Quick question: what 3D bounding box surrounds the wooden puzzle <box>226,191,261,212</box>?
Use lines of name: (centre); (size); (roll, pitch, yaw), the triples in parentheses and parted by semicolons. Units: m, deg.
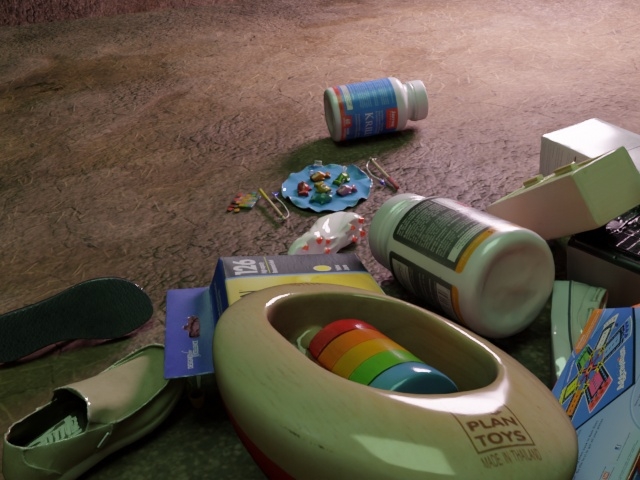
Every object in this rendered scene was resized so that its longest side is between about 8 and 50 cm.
wooden puzzle: (-0.151, -0.078, 1.531); (0.049, 0.006, 0.083); (5, 33, 18)

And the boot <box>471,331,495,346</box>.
boot: (0.120, 0.181, 0.998); (0.189, 0.076, 0.208); (23, 46, 19)

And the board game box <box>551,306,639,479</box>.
board game box: (0.263, 0.181, 0.727); (0.281, 0.027, 0.145); (-55, 17, -21)

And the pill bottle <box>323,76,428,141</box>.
pill bottle: (0.126, -0.303, 1.736); (0.221, 0.124, 0.124); (-12, 32, -8)

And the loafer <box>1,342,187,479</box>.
loafer: (-0.281, 0.215, 0.966); (0.102, 0.092, 0.268); (27, 50, 32)

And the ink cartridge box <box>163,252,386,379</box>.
ink cartridge box: (-0.066, 0.092, 1.088); (0.307, 0.072, 0.303); (-1, 18, -11)

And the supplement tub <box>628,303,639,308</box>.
supplement tub: (0.376, 0.221, 0.762); (0.207, 0.207, 0.338); (0, 33, 11)

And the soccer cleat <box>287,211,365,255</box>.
soccer cleat: (0.000, 0.000, 1.328); (0.076, 0.068, 0.196); (13, 29, 37)

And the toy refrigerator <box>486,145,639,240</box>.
toy refrigerator: (0.371, -0.062, 1.186); (0.102, 0.094, 0.269); (-28, -1, -15)

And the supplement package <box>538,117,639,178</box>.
supplement package: (0.514, -0.102, 1.331); (0.139, 0.134, 0.244); (-19, 33, -20)

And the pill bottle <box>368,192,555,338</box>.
pill bottle: (0.198, 0.024, 1.141); (0.162, 0.162, 0.278); (-20, 26, -21)

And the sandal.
sandal: (-0.389, 0.116, 1.185); (0.254, 0.097, 0.054); (-12, 5, -11)

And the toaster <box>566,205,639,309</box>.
toaster: (0.487, 0.034, 1.139); (0.168, 0.110, 0.185); (-28, 37, -31)

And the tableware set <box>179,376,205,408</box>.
tableware set: (-0.233, 0.222, 1.040); (0.154, 0.024, 0.104); (-10, 32, -7)

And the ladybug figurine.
ladybug figurine: (0.053, 0.172, 0.748); (0.305, 0.162, 0.449); (1, 15, -25)

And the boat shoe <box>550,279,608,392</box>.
boat shoe: (0.352, 0.140, 1.014); (0.088, 0.096, 0.267); (0, 23, 18)

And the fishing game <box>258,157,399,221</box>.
fishing game: (0.013, -0.117, 1.537); (0.264, 0.041, 0.189); (-15, 35, -14)
